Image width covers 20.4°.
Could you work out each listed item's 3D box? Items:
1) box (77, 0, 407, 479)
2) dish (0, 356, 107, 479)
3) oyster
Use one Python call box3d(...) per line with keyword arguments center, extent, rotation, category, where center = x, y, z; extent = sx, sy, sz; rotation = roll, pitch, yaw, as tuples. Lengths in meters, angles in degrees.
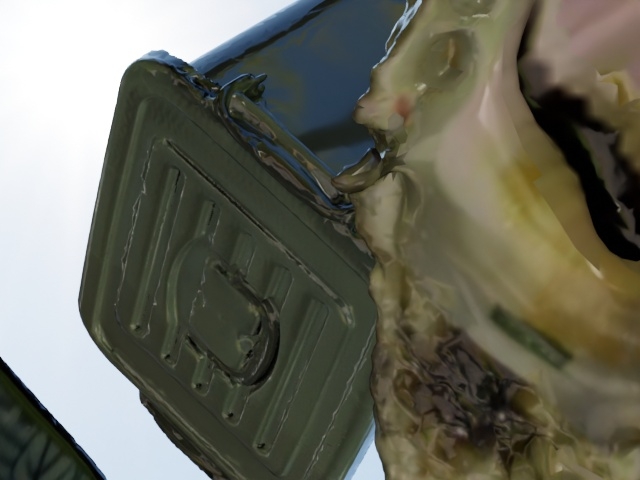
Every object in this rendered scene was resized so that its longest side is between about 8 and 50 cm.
box3d(center=(0.000, 0.000, 0.784), extent=(0.163, 0.135, 0.243), rotation=(42, -33, 15), category="box")
box3d(center=(-0.127, 0.111, 0.364), extent=(0.080, 0.243, 0.182), rotation=(-14, -45, 19), category="dish")
box3d(center=(0.117, -0.043, 0.510), extent=(0.201, 0.107, 0.354), rotation=(47, -58, 8), category="oyster")
